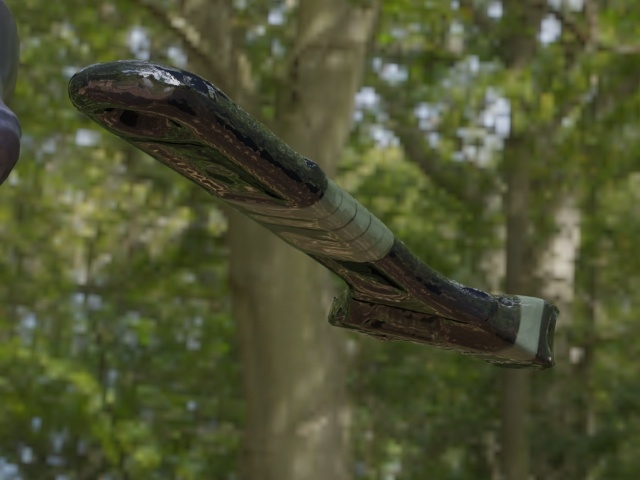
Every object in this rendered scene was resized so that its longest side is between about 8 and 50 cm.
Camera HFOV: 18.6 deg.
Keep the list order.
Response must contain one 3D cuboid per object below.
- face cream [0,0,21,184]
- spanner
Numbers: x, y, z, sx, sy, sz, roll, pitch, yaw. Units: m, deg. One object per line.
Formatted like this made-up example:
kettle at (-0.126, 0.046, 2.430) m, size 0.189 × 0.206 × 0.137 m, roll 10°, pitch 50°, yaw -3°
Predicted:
face cream at (-0.308, -0.168, 0.995) m, size 0.420 × 0.137 × 0.235 m, roll 43°, pitch -28°, yaw 17°
spanner at (0.000, 0.000, 0.637) m, size 0.087 × 0.024 × 0.316 m, roll 5°, pitch -13°, yaw 24°
